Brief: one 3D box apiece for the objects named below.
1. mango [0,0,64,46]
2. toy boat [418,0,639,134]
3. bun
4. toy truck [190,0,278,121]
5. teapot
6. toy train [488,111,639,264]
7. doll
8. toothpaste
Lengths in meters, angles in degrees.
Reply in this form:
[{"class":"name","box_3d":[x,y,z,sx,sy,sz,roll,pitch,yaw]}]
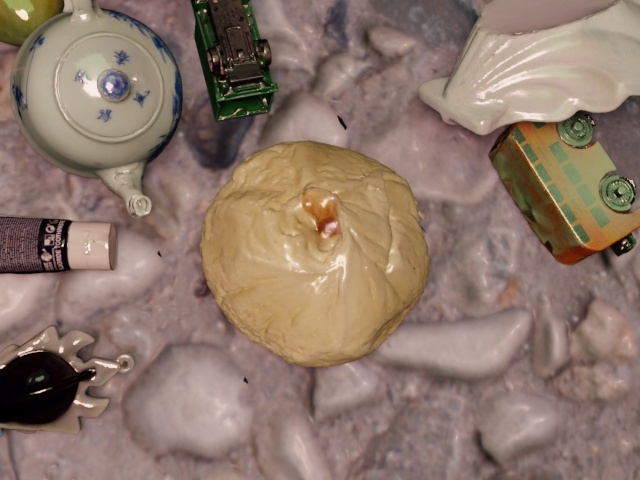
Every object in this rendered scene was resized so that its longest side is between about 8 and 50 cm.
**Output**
[{"class":"mango","box_3d":[-0.321,-0.263,0.742,0.130,0.092,0.195,-36,83,-29]},{"class":"toy boat","box_3d":[0.241,-0.204,0.799,0.290,0.100,0.199,-29,40,-18]},{"class":"bun","box_3d":[0.000,0.000,0.720,0.220,0.134,0.220,2,74,-7]},{"class":"toy truck","box_3d":[-0.092,-0.205,0.785,0.065,0.079,0.147,-13,79,-14]},{"class":"teapot","box_3d":[-0.191,-0.137,0.691,0.159,0.159,0.232,-15,101,-16]},{"class":"toy train","box_3d":[0.261,-0.061,0.826,0.099,0.072,0.188,-28,82,-18]},{"class":"doll","box_3d":[-0.256,0.127,0.666,0.195,0.070,0.096,-13,94,-8]},{"class":"toothpaste","box_3d":[-0.286,0.001,0.709,0.193,0.045,0.071,0,67,-6]}]
